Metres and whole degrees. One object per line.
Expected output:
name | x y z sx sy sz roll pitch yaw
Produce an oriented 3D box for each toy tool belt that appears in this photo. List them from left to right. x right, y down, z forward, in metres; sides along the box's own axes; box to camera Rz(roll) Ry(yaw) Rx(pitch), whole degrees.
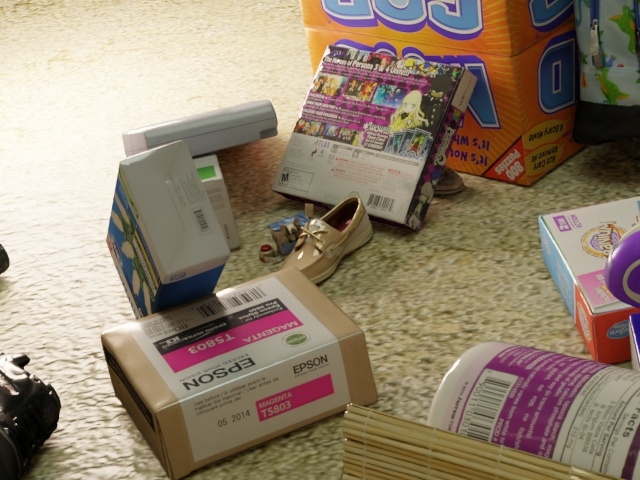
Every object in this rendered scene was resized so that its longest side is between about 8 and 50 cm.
toy tool belt | -0.042 -0.012 1.979 0.083 0.051 0.052 -22 29 -20

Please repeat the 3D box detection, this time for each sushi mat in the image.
sushi mat | 0.139 0.239 1.327 0.316 0.151 0.019 11 15 36

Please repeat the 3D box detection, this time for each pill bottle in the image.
pill bottle | 0.250 0.191 1.352 0.301 0.169 0.169 12 34 36

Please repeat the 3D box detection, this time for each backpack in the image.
backpack | 0.442 -0.316 1.980 0.290 0.356 0.273 -11 2 -25

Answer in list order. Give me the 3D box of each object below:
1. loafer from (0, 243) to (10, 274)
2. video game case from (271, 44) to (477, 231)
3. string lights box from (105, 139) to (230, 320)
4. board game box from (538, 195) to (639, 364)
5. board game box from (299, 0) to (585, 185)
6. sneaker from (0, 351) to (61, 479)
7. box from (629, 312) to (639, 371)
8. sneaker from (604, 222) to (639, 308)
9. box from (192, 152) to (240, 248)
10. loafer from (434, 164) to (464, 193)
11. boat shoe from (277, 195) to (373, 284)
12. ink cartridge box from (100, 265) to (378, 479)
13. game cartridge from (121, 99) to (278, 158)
loafer | -0.481 0.025 2.061 0.170 0.062 0.061 3 35 27
video game case | 0.065 -0.133 2.046 0.232 0.042 0.210 15 81 41
string lights box | -0.169 0.005 1.755 0.076 0.133 0.260 -19 -14 -17
board game box | 0.416 0.019 1.738 0.316 0.064 0.242 -11 27 -1
board game box | 0.221 -0.333 2.168 0.356 0.356 0.356 15 37 41
sneaker | -0.322 0.183 1.655 0.124 0.107 0.283 -12 26 -16
box | 0.371 0.123 1.545 0.137 0.072 0.126 -7 27 7
sneaker | 0.412 0.043 1.490 0.293 0.102 0.146 1 28 5
box | -0.163 -0.040 2.022 0.101 0.102 0.087 -14 25 -4
loafer | 0.129 -0.090 2.080 0.125 0.039 0.045 16 36 41
boat shoe | 0.000 0.000 1.932 0.063 0.059 0.170 9 33 33
ink cartridge box | -0.087 0.130 1.683 0.234 0.088 0.193 -19 27 -18
game cartridge | -0.166 -0.143 2.171 0.198 0.062 0.297 -10 5 -7
